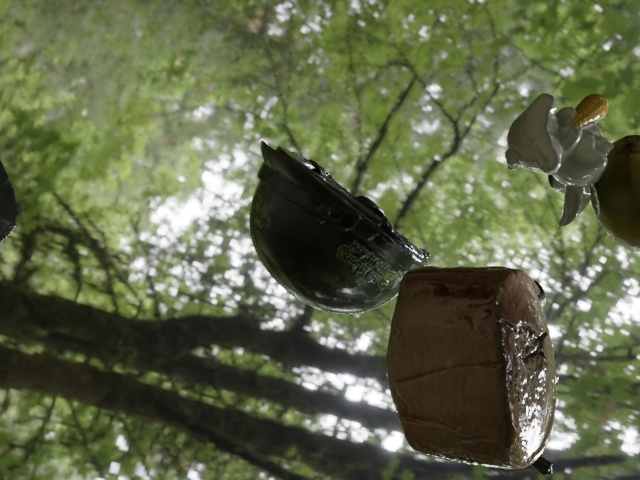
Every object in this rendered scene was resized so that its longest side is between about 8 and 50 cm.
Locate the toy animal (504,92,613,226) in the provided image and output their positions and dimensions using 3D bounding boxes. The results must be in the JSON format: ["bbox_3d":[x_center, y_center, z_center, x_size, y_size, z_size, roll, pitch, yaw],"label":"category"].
[{"bbox_3d":[0.296,-0.106,1.337,0.127,0.182,0.131,-23,-122,37],"label":"toy animal"}]

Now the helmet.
[{"bbox_3d":[0.000,0.000,1.420,0.160,0.279,0.230,-55,-144,7],"label":"helmet"}]

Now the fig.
[{"bbox_3d":[0.408,-0.056,1.379,0.136,0.153,0.120,-45,172,-28],"label":"fig"}]

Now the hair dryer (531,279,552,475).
[{"bbox_3d":[0.204,0.154,1.205,0.219,0.196,0.075,62,-30,17],"label":"hair dryer"}]

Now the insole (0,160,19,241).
[{"bbox_3d":[-0.217,-0.061,0.588,0.002,0.152,0.053,-15,-149,51],"label":"insole"}]

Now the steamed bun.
[{"bbox_3d":[0.132,0.108,0.970,0.145,0.106,0.175,-4,-90,45],"label":"steamed bun"}]
